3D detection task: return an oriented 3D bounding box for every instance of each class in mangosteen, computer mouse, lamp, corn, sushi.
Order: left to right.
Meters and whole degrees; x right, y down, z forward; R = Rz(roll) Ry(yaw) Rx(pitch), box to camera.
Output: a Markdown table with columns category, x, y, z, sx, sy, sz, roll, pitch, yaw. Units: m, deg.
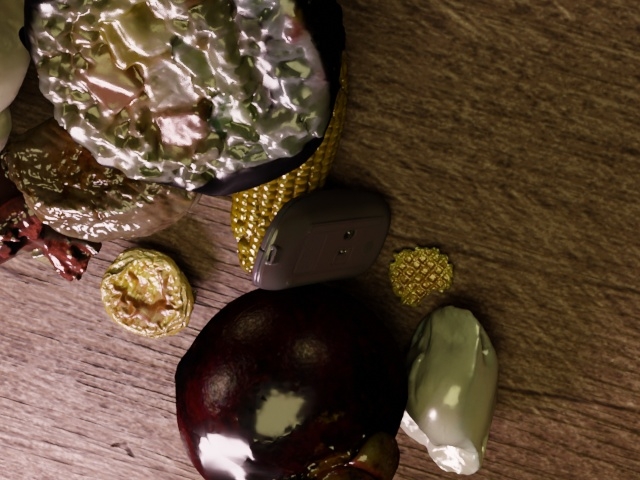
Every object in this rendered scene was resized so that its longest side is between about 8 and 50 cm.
| category | x | y | z | sx | sy | sz | roll | pitch | yaw |
| --- | --- | --- | --- | --- | --- | --- | --- | --- | --- |
| lamp | -0.413 | -0.022 | 1.843 | 0.223 | 0.215 | 0.151 | 42 | 98 | 26 |
| sushi | -0.120 | -0.248 | 1.567 | 0.327 | 0.285 | 0.329 | -19 | 125 | 25 |
| corn | -0.039 | -0.105 | 1.757 | 0.119 | 0.119 | 0.322 | 15 | 120 | 5 |
| mangosteen | -0.038 | 0.204 | 1.789 | 0.297 | 0.293 | 0.297 | 9 | 141 | 8 |
| computer mouse | -0.001 | -0.001 | 1.747 | 0.057 | 0.232 | 0.120 | 33 | 114 | 31 |

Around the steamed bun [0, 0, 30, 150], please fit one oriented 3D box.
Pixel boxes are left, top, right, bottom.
| category | x | y | z | sx | sy | sz | roll | pitch | yaw |
| --- | --- | --- | --- | --- | --- | --- | --- | --- | --- |
| steamed bun | -0.509 | -0.227 | 1.670 | 0.367 | 0.255 | 0.343 | 10 | 105 | 28 |

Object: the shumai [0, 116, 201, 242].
| category | x | y | z | sx | sy | sz | roll | pitch | yaw |
| --- | --- | --- | --- | --- | --- | --- | --- | --- | --- |
| shumai | -0.232 | -0.090 | 1.763 | 0.218 | 0.185 | 0.184 | -24 | 89 | 15 |

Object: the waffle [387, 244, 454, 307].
| category | x | y | z | sx | sy | sz | roll | pitch | yaw |
| --- | --- | --- | --- | --- | --- | --- | --- | --- | --- |
| waffle | 0.125 | 0.042 | 1.841 | 0.085 | 0.016 | 0.078 | -17 | 110 | 17 |

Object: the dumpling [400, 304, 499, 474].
| category | x | y | z | sx | sy | sz | roll | pitch | yaw |
| --- | --- | --- | --- | --- | --- | --- | --- | --- | --- |
| dumpling | 0.153 | 0.179 | 1.852 | 0.151 | 0.124 | 0.229 | 24 | 116 | 41 |

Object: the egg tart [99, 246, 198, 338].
| category | x | y | z | sx | sy | sz | roll | pitch | yaw |
| --- | --- | --- | --- | --- | --- | --- | --- | --- | --- |
| egg tart | -0.216 | 0.065 | 1.899 | 0.130 | 0.052 | 0.130 | 5 | 113 | 11 |
